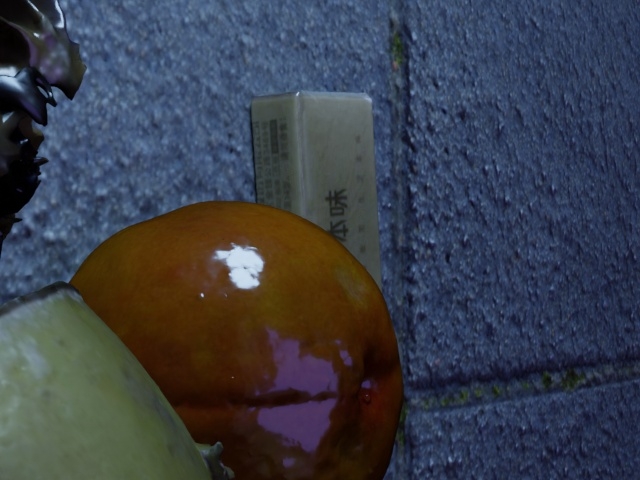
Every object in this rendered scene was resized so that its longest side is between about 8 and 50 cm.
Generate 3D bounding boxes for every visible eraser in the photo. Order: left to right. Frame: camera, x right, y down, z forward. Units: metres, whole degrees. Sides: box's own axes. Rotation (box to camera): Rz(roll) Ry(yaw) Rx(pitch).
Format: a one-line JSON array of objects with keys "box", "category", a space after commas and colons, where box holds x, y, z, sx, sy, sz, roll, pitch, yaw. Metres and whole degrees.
[{"box": [0.000, 0.000, 1.355, 0.144, 0.078, 0.344, -8, 95, -49], "category": "eraser"}]

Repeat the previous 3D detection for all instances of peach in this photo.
[{"box": [-0.081, 0.129, 1.075, 0.342, 0.301, 0.343, 1, 88, -50], "category": "peach"}]

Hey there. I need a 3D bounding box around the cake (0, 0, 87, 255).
[{"box": [-0.312, -0.058, 0.756, 0.332, 0.321, 0.332, 33, 49, -47], "category": "cake"}]

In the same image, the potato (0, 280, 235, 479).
[{"box": [-0.233, 0.278, 0.745, 0.319, 0.385, 0.442, 48, 47, 9], "category": "potato"}]
